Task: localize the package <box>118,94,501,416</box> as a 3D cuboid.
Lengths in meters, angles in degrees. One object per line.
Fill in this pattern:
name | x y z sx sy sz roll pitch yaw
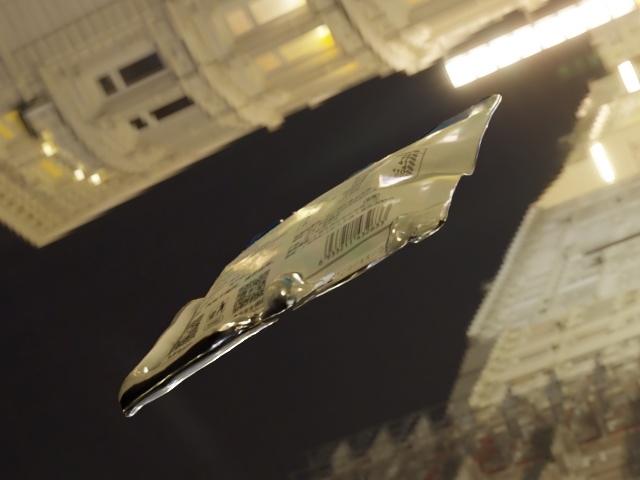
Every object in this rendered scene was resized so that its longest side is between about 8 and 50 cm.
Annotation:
package | 0.000 0.000 0.621 0.027 0.171 0.173 53 -153 -8
